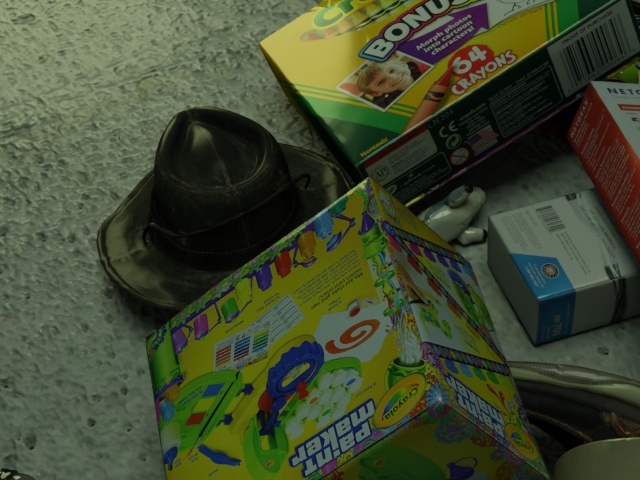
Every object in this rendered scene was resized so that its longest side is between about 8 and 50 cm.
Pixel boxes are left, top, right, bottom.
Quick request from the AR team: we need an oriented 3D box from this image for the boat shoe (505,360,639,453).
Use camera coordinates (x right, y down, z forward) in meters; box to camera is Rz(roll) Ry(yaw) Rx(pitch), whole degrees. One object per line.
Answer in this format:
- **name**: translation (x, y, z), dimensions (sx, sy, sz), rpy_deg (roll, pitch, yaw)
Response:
- **boat shoe**: translation (0.297, 0.199, 1.462), dimensions (0.355, 0.132, 0.130), rpy_deg (13, 85, 10)

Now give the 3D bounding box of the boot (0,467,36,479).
- **boot**: translation (-0.208, 0.364, 1.389), dimensions (0.222, 0.118, 0.338), rpy_deg (-2, 56, -1)

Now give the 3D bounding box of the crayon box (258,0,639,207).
- **crayon box**: translation (0.148, -0.231, 1.844), dimensions (0.363, 0.106, 0.313), rpy_deg (-33, 42, -3)

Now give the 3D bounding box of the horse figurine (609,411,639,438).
- **horse figurine**: translation (0.381, 0.205, 1.326), dimensions (0.263, 0.174, 0.066), rpy_deg (19, 62, -3)

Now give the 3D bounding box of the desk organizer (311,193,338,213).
- **desk organizer**: translation (0.000, 0.000, 1.763), dimensions (0.130, 0.047, 0.050), rpy_deg (-34, 54, -26)

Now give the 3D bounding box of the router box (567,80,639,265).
- **router box**: translation (0.476, -0.045, 1.664), dimensions (0.335, 0.082, 0.301), rpy_deg (2, 40, -19)

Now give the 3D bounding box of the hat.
- **hat**: translation (-0.121, -0.067, 1.735), dimensions (0.331, 0.134, 0.331), rpy_deg (-11, 35, 8)

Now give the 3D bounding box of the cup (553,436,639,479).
- **cup**: translation (0.334, 0.327, 1.252), dimensions (0.331, 0.331, 0.237), rpy_deg (9, 66, 14)

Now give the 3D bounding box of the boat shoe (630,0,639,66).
- **boat shoe**: translation (0.424, -0.265, 1.973), dimensions (0.228, 0.069, 0.081), rpy_deg (18, 49, 21)

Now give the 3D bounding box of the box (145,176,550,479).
- **box**: translation (0.012, 0.152, 1.428), dimensions (0.290, 0.177, 0.279), rpy_deg (-35, 42, 20)

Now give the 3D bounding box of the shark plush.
- **shark plush**: translation (0.123, -0.012, 1.782), dimensions (0.161, 0.073, 0.067), rpy_deg (-35, 29, -1)

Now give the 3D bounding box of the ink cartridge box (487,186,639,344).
- **ink cartridge box**: translation (0.296, 0.019, 1.692), dimensions (0.190, 0.082, 0.139), rpy_deg (-14, 46, -11)

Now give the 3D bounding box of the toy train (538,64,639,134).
- **toy train**: translation (0.328, -0.194, 1.902), dimensions (0.143, 0.105, 0.248), rpy_deg (-18, 40, -32)
